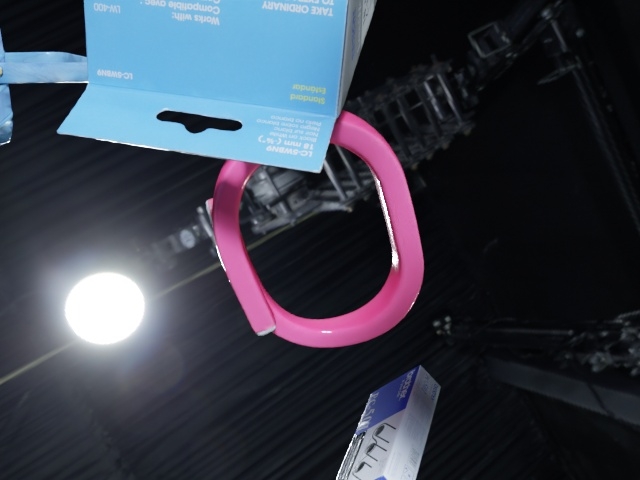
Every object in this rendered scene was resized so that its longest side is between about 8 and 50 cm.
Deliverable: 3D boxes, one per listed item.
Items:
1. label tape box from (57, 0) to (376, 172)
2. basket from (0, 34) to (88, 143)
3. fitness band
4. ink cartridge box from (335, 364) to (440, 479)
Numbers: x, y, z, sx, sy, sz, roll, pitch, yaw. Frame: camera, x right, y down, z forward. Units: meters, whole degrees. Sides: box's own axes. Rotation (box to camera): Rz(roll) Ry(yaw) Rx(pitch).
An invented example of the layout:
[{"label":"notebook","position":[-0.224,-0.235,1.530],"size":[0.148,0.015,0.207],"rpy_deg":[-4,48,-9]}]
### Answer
[{"label":"label tape box","position":[-0.078,-0.228,0.624],"size":[0.240,0.334,0.106],"rpy_deg":[9,-41,7]},{"label":"basket","position":[-0.444,-0.226,0.863],"size":[0.254,0.288,0.201],"rpy_deg":[22,-59,50]},{"label":"fitness band","position":[0.000,0.000,0.705],"size":[0.054,0.208,0.291],"rpy_deg":[-109,-179,-58]},{"label":"ink cartridge box","position":[0.083,0.249,0.821],"size":[0.046,0.207,0.097],"rpy_deg":[47,-58,-6]}]
